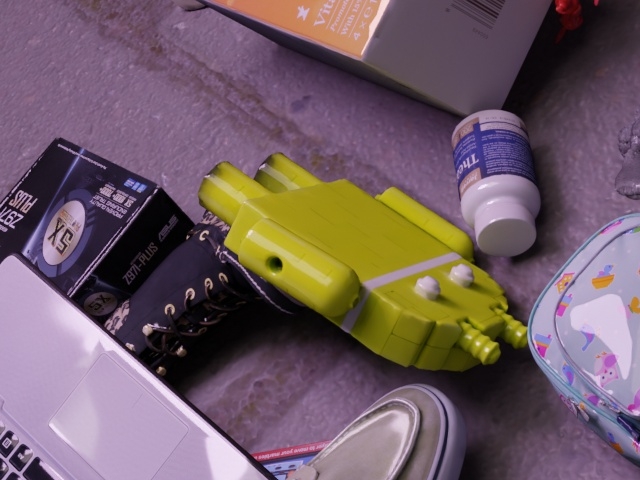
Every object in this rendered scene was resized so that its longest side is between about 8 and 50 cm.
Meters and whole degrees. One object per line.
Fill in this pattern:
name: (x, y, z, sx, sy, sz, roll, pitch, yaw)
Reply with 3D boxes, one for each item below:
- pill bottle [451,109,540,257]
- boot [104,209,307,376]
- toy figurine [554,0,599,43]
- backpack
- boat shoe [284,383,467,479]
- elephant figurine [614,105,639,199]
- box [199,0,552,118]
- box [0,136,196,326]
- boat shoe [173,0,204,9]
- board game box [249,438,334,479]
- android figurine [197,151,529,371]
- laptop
pill bottle: (0.148, -0.046, 1.399, 0.067, 0.067, 0.120, -21, 46, 18)
boot: (-0.094, 0.056, 1.430, 0.178, 0.085, 0.236, -48, 23, 4)
toy figurine: (0.371, -0.298, 1.449, 0.217, 0.191, 0.363, 26, 69, 14)
backpack: (0.241, 0.070, 1.188, 0.166, 0.144, 0.188, -50, 41, -4)
boat shoe: (-0.008, 0.223, 1.217, 0.109, 0.094, 0.302, 30, 78, 42)
elephant figurine: (0.293, -0.068, 1.237, 0.239, 0.186, 0.169, 18, 49, 31)
box: (0.040, -0.266, 1.518, 0.345, 0.168, 0.215, 28, 94, 51)
box: (-0.231, -0.002, 1.608, 0.180, 0.077, 0.147, 26, 72, 44)
boat shoe: (-0.098, -0.282, 1.779, 0.137, 0.049, 0.043, -11, 47, 33)
board game box: (-0.043, 0.234, 1.323, 0.281, 0.027, 0.145, -13, 50, 24)
android figurine: (0.040, 0.017, 1.318, 0.273, 0.248, 0.056, 34, 112, 23)
laptop: (-0.310, 0.227, 1.287, 0.382, 0.236, 0.408, 37, 88, 32)
